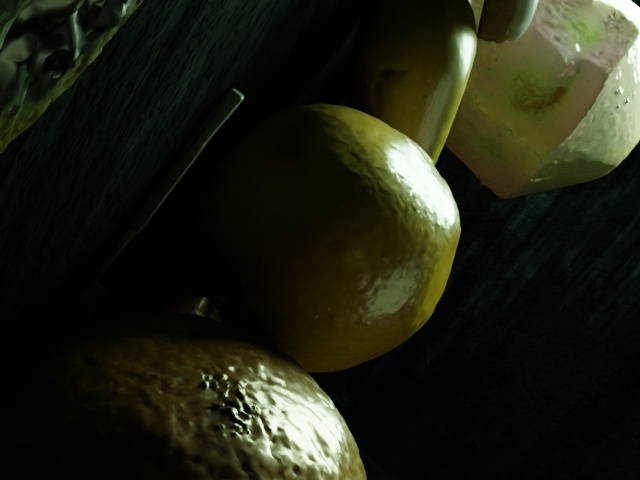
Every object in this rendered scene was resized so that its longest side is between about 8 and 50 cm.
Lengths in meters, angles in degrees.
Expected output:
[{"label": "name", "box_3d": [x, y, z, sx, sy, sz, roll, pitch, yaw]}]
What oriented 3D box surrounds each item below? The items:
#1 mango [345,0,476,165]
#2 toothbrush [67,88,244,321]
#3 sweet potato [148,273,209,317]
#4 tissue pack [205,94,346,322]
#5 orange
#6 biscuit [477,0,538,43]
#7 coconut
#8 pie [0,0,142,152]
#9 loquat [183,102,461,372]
[{"label": "mango", "box_3d": [0.066, -0.119, 1.517, 0.137, 0.098, 0.195, -115, -141, -82]}, {"label": "toothbrush", "box_3d": [-0.113, -0.023, 1.275, 0.194, 0.017, 0.014, -55, -179, 9]}, {"label": "sweet potato", "box_3d": [-0.145, 0.094, 1.581, 0.218, 0.065, 0.051, -57, 177, 34]}, {"label": "tissue pack", "box_3d": [-0.057, 0.062, 1.705, 0.361, 0.122, 0.259, -56, -177, 27]}, {"label": "orange", "box_3d": [-0.123, 0.215, 1.280, 0.322, 0.322, 0.357, -55, -176, 38]}, {"label": "biscuit", "box_3d": [0.174, -0.264, 1.512, 0.181, 0.049, 0.208, 86, 21, -80]}, {"label": "coconut", "box_3d": [0.188, -0.155, 1.736, 0.233, 0.245, 0.233, -48, 174, -7]}, {"label": "pie", "box_3d": [-0.091, -0.104, 0.505, 0.296, 0.078, 0.371, -50, 176, 2]}, {"label": "loquat", "box_3d": [0.000, 0.000, 1.414, 0.208, 0.208, 0.208, -51, 175, -6]}]
